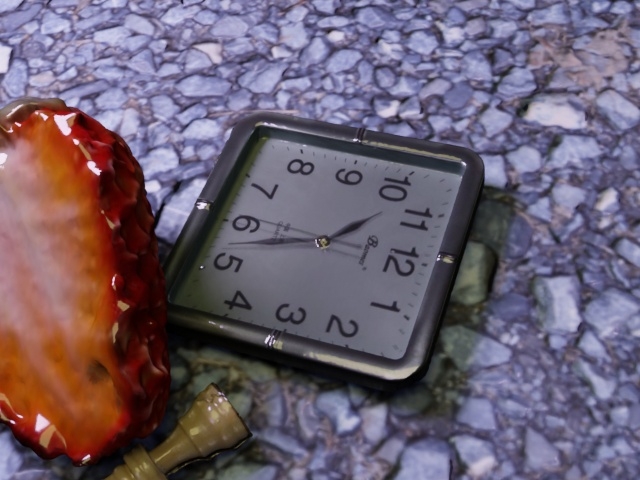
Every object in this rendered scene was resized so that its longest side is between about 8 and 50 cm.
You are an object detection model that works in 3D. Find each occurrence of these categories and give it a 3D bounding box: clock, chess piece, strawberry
[{"bbox_3d":[0.000,0.000,0.866,0.279,0.049,0.273,13,58,16],"label":"clock"},{"bbox_3d":[-0.143,0.194,0.745,0.172,0.060,0.060,-36,58,-15],"label":"chess piece"},{"bbox_3d":[-0.224,0.036,0.798,0.265,0.149,0.336,-38,69,22],"label":"strawberry"}]
